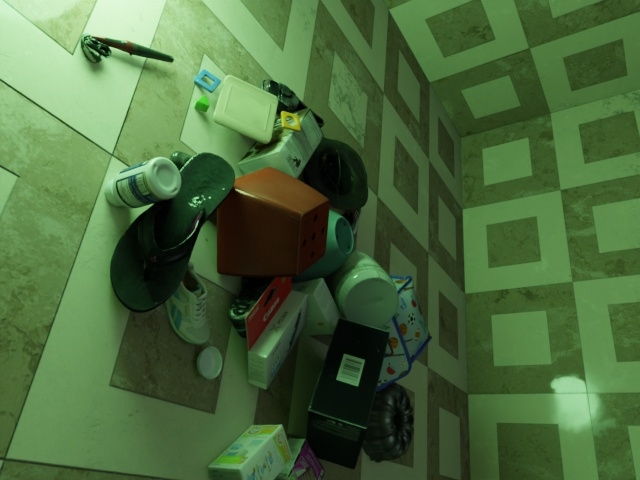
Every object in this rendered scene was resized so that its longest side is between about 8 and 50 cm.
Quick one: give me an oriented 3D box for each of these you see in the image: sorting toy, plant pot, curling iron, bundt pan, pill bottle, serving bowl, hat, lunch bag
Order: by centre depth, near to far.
[{"bbox_3d":[-0.407,-0.125,1.155,0.094,0.169,0.094,24,61,-54],"label":"pill bottle"},{"bbox_3d":[-0.479,-0.471,1.279,0.274,0.035,0.068,-21,103,-58],"label":"curling iron"},{"bbox_3d":[-0.296,0.321,1.334,0.083,0.027,0.083,27,58,-53],"label":"serving bowl"},{"bbox_3d":[-0.120,-0.038,1.451,0.267,0.236,0.267,-34,134,-57],"label":"plant pot"},{"bbox_3d":[-0.225,-0.391,1.550,0.347,0.047,0.196,21,54,-19],"label":"sorting toy"},{"bbox_3d":[0.000,0.000,1.763,0.290,0.195,0.290,26,58,-53],"label":"plant pot"},{"bbox_3d":[0.031,-0.235,1.950,0.331,0.134,0.331,20,57,-35],"label":"hat"},{"bbox_3d":[0.250,0.364,2.036,0.385,0.239,0.328,-36,113,-39],"label":"lunch bag"},{"bbox_3d":[0.282,0.728,2.066,0.331,0.124,0.331,24,61,-53],"label":"bundt pan"}]

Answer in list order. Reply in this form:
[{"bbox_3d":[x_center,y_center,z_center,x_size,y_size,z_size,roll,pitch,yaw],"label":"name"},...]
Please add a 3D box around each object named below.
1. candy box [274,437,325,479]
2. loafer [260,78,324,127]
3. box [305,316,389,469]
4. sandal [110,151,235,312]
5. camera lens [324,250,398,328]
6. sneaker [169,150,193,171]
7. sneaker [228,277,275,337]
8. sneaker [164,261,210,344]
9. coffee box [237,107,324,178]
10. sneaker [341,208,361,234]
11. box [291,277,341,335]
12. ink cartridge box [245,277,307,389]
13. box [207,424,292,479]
[{"bbox_3d":[-0.082,0.734,1.512,0.159,0.071,0.233,64,34,-24],"label":"candy box"},{"bbox_3d":[-0.095,-0.496,1.861,0.302,0.095,0.109,35,51,-49],"label":"loafer"},{"bbox_3d":[0.084,0.488,1.633,0.312,0.179,0.343,96,12,-47],"label":"box"},{"bbox_3d":[-0.346,-0.046,1.197,0.167,0.107,0.446,28,63,-9],"label":"sandal"},{"bbox_3d":[0.143,0.174,1.835,0.219,0.219,0.274,66,-4,-21],"label":"camera lens"},{"bbox_3d":[-0.305,-0.182,1.404,0.234,0.106,0.078,39,48,-47],"label":"sneaker"},{"bbox_3d":[-0.194,0.170,1.512,0.267,0.101,0.106,-61,151,-45],"label":"sneaker"},{"bbox_3d":[-0.327,0.159,1.272,0.087,0.092,0.229,-44,119,-57],"label":"sneaker"},{"bbox_3d":[-0.124,-0.303,1.683,0.119,0.168,0.297,60,35,-29],"label":"coffee box"},{"bbox_3d":[0.127,-0.107,2.134,0.075,0.063,0.170,47,47,-50],"label":"sneaker"},{"bbox_3d":[-0.027,0.226,1.707,0.170,0.130,0.091,65,33,-24],"label":"box"},{"bbox_3d":[-0.123,0.242,1.507,0.296,0.066,0.261,-55,155,-50],"label":"ink cartridge box"},{"bbox_3d":[-0.181,0.588,1.352,0.203,0.114,0.103,-27,102,-59],"label":"box"}]
